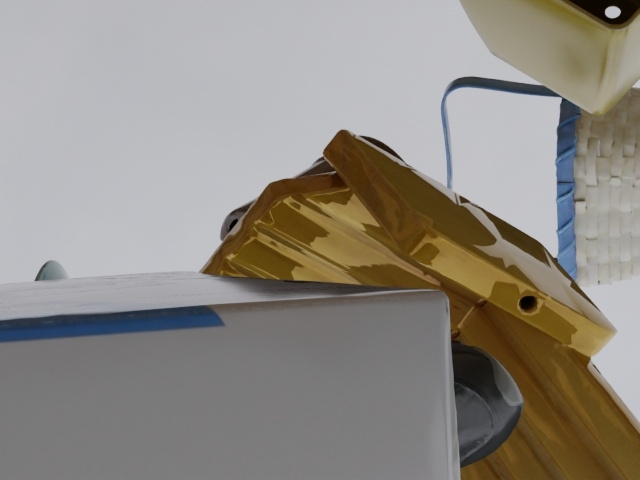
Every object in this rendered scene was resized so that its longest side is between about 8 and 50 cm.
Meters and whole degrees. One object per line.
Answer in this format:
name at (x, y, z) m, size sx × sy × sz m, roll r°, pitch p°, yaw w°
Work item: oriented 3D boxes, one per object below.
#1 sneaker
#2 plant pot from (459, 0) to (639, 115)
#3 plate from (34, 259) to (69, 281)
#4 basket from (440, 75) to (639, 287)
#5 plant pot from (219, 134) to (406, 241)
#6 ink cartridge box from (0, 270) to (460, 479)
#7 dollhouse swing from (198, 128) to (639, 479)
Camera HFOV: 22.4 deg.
sneaker at (0.031, 0.156, 1.153) m, size 0.267 × 0.101 × 0.106 m, roll -29°, pitch -168°, yaw 40°
plant pot at (0.253, -0.248, 1.518) m, size 0.212 × 0.187 × 0.212 m, roll 35°, pitch -112°, yaw 25°
plate at (-0.218, 0.110, 1.354) m, size 0.024 × 0.188 × 0.188 m, roll 1°, pitch -151°, yaw 5°
basket at (0.285, -0.066, 1.884) m, size 0.289 × 0.254 × 0.201 m, roll 2°, pitch -146°, yaw 8°
plant pot at (0.000, 0.000, 1.622) m, size 0.165 × 0.167 × 0.167 m, roll -26°, pitch -150°, yaw -33°
ink cartridge box at (-0.134, 0.109, 0.968) m, size 0.285 × 0.166 × 0.395 m, roll -3°, pitch -179°, yaw -24°
dollhouse swing at (0.053, 0.177, 1.231) m, size 0.347 × 0.315 × 0.305 m, roll -50°, pitch -148°, yaw 19°
